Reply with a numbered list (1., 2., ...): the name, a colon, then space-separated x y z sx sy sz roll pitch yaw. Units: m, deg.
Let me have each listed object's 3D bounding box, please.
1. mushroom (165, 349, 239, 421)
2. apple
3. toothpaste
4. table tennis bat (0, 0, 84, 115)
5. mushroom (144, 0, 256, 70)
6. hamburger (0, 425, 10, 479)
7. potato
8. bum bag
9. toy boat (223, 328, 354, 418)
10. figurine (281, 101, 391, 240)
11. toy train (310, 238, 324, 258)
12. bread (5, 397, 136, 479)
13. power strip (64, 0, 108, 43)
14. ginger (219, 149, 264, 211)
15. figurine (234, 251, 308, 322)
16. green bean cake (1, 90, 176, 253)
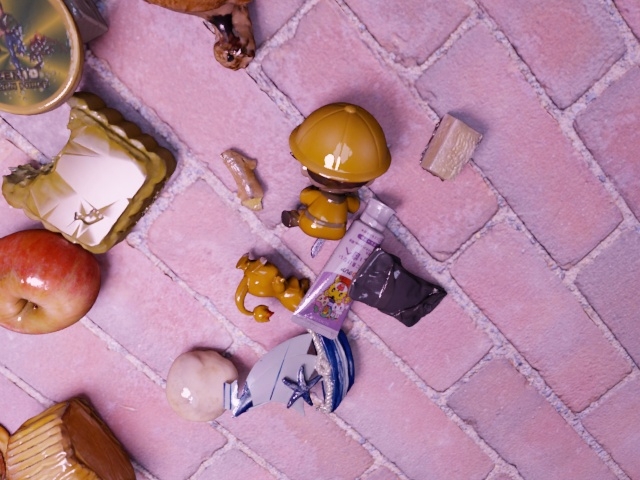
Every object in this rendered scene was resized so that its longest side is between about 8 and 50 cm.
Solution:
1. mushroom: -0.249 0.301 0.966 0.154 0.122 0.154 12 66 -29
2. apple: -0.520 0.075 0.853 0.209 0.164 0.210 -4 128 -5
3. toothpaste: 0.055 0.057 0.945 0.114 0.073 0.299 28 93 -23
4. table tennis bat: -0.462 -0.348 0.674 0.198 0.050 0.321 -3 110 -5
5. mushroom: -0.199 -0.448 0.752 0.267 0.267 0.254 26 134 -12
6. hamburger: -0.765 0.485 0.930 0.245 0.170 0.246 -1 102 -6
7. potato: 0.261 -0.182 0.930 0.086 0.061 0.122 25 101 -14
8. bum bag: 0.164 0.109 0.964 0.248 0.060 0.123 30 98 -30
9. toy boat: -0.048 0.301 0.975 0.291 0.070 0.210 -39 102 -20
10. figurine: 0.030 -0.126 0.865 0.192 0.167 0.257 3 107 -21
11. toy train: 0.000 0.000 0.968 0.017 0.017 0.083 31 99 -10
12. bread: -0.493 0.450 0.921 0.142 0.227 0.254 -32 106 -5
13. power strip: -0.447 -0.396 0.755 0.224 0.139 0.140 -26 105 1
14. ginger: -0.147 -0.117 0.911 0.057 0.044 0.137 -18 105 17
15. figurine: -0.097 0.111 0.938 0.176 0.121 0.122 30 75 -35
16. green bean cake: -0.419 -0.121 0.836 0.233 0.124 0.236 37 98 -13
